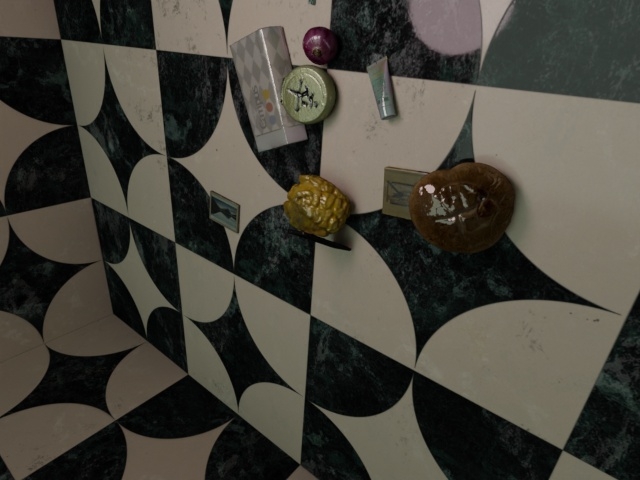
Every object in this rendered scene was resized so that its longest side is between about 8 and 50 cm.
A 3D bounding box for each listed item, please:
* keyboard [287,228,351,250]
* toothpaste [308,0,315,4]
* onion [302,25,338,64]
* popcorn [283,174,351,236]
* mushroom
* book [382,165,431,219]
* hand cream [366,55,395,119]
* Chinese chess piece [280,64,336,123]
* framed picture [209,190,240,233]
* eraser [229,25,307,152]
[{"bbox_3d":[0.000,-0.001,1.439,0.106,0.263,0.016,10,83,43],"label":"keyboard"},{"bbox_3d":[-0.021,-0.790,1.275,0.020,0.017,0.083,31,125,27],"label":"toothpaste"},{"bbox_3d":[-0.001,-0.619,1.284,0.115,0.115,0.104,-30,43,44],"label":"onion"},{"bbox_3d":[-0.020,-0.125,1.447,0.250,0.190,0.249,25,134,28],"label":"popcorn"},{"bbox_3d":[0.389,-0.090,1.119,0.279,0.146,0.277,6,112,15],"label":"mushroom"},{"bbox_3d":[0.300,-0.138,1.270,0.231,0.026,0.161,16,117,35],"label":"book"},{"bbox_3d":[0.188,-0.456,1.225,0.076,0.047,0.174,-13,91,43],"label":"hand cream"},{"bbox_3d":[-0.042,-0.486,1.355,0.189,0.083,0.188,10,113,25],"label":"Chinese chess piece"},{"bbox_3d":[-0.456,-0.135,1.923,0.203,0.015,0.149,28,123,29],"label":"framed picture"},{"bbox_3d":[-0.188,-0.539,1.478,0.213,0.082,0.395,-2,106,42],"label":"eraser"}]
